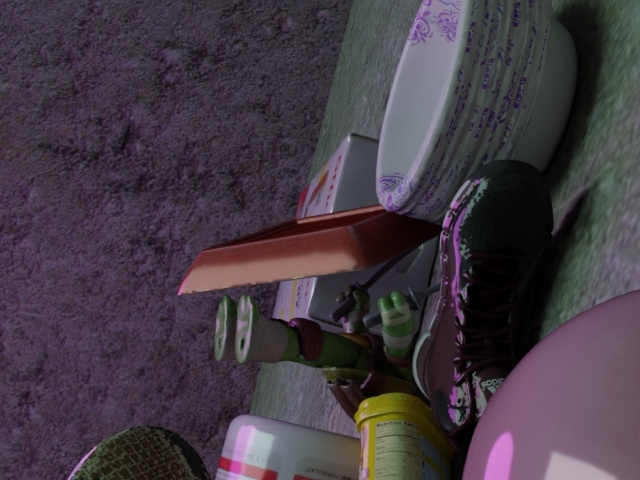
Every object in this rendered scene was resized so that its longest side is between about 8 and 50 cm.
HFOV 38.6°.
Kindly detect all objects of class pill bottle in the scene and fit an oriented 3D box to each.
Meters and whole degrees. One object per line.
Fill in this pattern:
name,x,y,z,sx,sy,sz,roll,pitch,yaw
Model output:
pill bottle,-0.040,0.421,1.043,0.229,0.229,0.407,137,147,-75

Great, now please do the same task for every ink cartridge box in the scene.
ink cartridge box,0.047,0.025,1.426,0.385,0.160,0.279,139,145,-75

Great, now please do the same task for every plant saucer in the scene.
plant saucer,0.000,0.000,1.075,0.259,0.258,0.047,-23,-79,-57

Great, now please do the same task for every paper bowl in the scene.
paper bowl,0.169,-0.151,0.982,0.284,0.148,0.284,-164,90,-81

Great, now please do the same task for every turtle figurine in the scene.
turtle figurine,0.031,0.074,1.017,0.198,0.266,0.274,-120,42,-58

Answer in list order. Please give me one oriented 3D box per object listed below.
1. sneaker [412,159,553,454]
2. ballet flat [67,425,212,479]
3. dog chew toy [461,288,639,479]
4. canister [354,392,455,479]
sneaker,0.163,0.079,0.832,0.162,0.106,0.281,-98,13,-57
ballet flat,-0.130,0.370,0.568,0.182,0.164,0.482,11,83,54
dog chew toy,0.147,0.172,0.420,0.331,0.207,0.206,101,177,-46
canister,0.085,0.255,0.905,0.073,0.126,0.170,-18,45,25
